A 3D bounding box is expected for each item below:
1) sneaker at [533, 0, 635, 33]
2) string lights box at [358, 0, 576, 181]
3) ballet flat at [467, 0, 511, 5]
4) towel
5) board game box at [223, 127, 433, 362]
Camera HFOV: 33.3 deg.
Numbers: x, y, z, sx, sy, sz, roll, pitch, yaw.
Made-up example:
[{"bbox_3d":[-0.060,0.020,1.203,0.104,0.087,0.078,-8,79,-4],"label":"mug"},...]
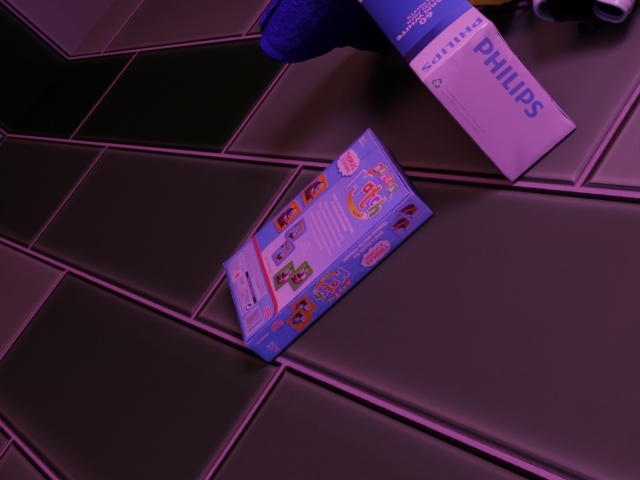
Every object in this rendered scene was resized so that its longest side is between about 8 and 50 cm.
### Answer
[{"bbox_3d":[0.300,-0.263,0.926,0.256,0.094,0.151,-10,67,31],"label":"sneaker"},{"bbox_3d":[0.125,-0.172,0.988,0.077,0.133,0.260,-41,28,11],"label":"string lights box"},{"bbox_3d":[0.218,-0.313,1.100,0.077,0.077,0.231,17,52,33],"label":"ballet flat"},{"bbox_3d":[0.075,-0.320,1.118,0.227,0.076,0.308,-21,-22,-52],"label":"towel"},{"bbox_3d":[0.000,0.000,1.050,0.211,0.039,0.160,-43,28,11],"label":"board game box"}]
